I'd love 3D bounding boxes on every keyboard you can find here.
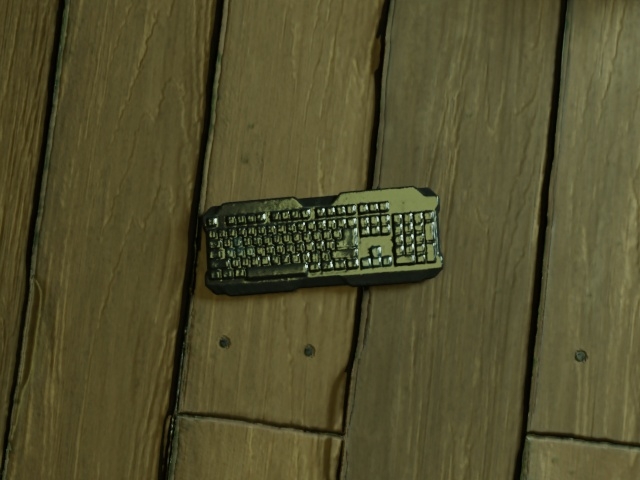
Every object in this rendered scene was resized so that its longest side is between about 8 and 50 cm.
[{"bbox_3d":[0.000,0.000,1.593,0.262,0.016,0.106,-5,82,13],"label":"keyboard"}]
